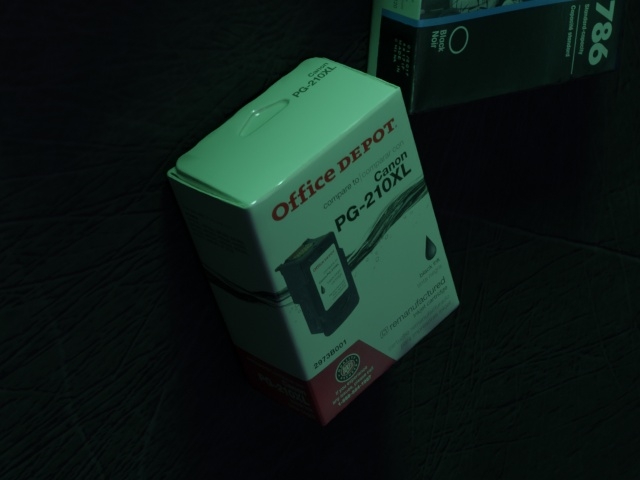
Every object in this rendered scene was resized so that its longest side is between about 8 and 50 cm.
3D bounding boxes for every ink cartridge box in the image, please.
[{"bbox_3d":[0.000,0.000,1.464,0.172,0.100,0.237,-40,133,-26],"label":"ink cartridge box"},{"bbox_3d":[0.181,-0.216,1.573,0.333,0.065,0.165,-17,119,-40],"label":"ink cartridge box"}]
